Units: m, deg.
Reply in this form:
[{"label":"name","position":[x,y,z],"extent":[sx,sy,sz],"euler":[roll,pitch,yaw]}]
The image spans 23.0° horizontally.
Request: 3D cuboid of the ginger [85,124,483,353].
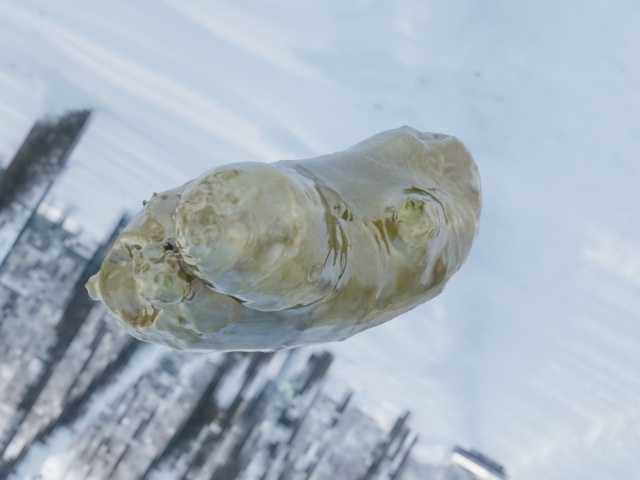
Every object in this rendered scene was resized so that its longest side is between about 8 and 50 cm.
[{"label":"ginger","position":[-0.013,0.006,0.627],"extent":[0.081,0.115,0.205],"euler":[51,-152,22]}]
